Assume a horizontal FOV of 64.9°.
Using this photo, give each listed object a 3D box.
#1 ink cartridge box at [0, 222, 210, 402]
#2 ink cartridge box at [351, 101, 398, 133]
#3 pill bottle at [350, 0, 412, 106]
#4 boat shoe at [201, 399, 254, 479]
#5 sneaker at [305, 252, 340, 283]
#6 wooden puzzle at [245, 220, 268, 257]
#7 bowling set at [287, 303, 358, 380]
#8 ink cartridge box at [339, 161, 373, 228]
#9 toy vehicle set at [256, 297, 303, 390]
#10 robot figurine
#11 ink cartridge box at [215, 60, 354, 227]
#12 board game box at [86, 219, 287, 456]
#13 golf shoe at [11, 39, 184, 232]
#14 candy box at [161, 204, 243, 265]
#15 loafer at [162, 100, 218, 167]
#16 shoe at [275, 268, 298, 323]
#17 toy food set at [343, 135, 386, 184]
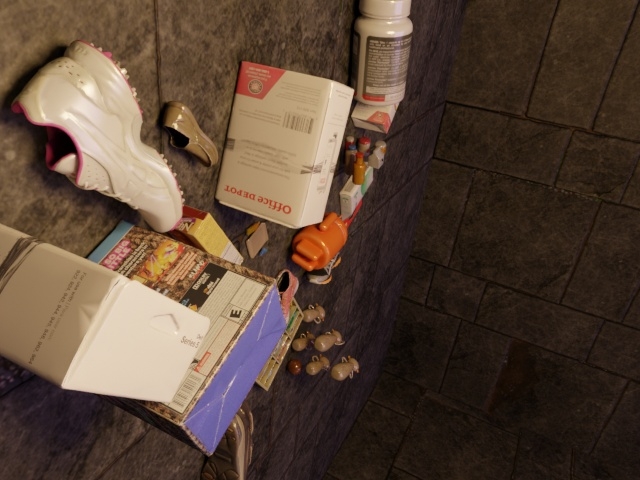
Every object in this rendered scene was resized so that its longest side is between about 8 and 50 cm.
[{"bbox_3d":[-0.295,0.074,0.571,0.114,0.273,0.198,-66,159,-14],"label":"ink cartridge box"},{"bbox_3d":[0.189,-0.451,1.601,0.198,0.115,0.067,-67,159,-10],"label":"ink cartridge box"},{"bbox_3d":[0.171,-0.539,1.410,0.161,0.161,0.283,-51,152,-44],"label":"pill bottle"},{"bbox_3d":[-0.236,0.592,1.391,0.130,0.132,0.355,-35,141,-58],"label":"boat shoe"},{"bbox_3d":[0.008,0.068,1.651,0.215,0.084,0.083,-58,155,-55],"label":"sneaker"},{"bbox_3d":[-0.158,-0.002,1.245,0.078,0.014,0.116,-48,149,-39],"label":"wooden puzzle"},{"bbox_3d":[-0.020,0.382,1.767,0.200,0.287,0.154,-33,166,25],"label":"bowling set"},{"bbox_3d":[0.133,-0.146,1.819,0.181,0.056,0.224,-57,154,-33],"label":"ink cartridge box"},{"bbox_3d":[-0.138,0.311,1.536,0.266,0.035,0.166,-63,158,-21],"label":"toy vehicle set"},{"bbox_3d":[-0.001,0.001,1.493,0.219,0.128,0.158,-47,128,-47],"label":"robot figurine"},{"bbox_3d":[-0.076,-0.190,1.009,0.117,0.207,0.282,-17,123,-64],"label":"ink cartridge box"},{"bbox_3d":[-0.236,0.134,0.752,0.232,0.291,0.141,-58,157,-32],"label":"board game box"},{"bbox_3d":[-0.293,-0.107,0.689,0.140,0.115,0.306,-48,144,-28],"label":"golf shoe"},{"bbox_3d":[-0.226,-0.002,0.928,0.053,0.109,0.186,-63,159,-21],"label":"candy box"},{"bbox_3d":[-0.227,-0.171,0.862,0.050,0.056,0.148,-62,148,-23],"label":"loafer"},{"bbox_3d":[-0.117,0.172,1.439,0.081,0.064,0.177,61,45,-62],"label":"shoe"},{"bbox_3d":[0.138,-0.286,1.618,0.232,0.111,0.104,-49,151,-41],"label":"toy food set"}]
